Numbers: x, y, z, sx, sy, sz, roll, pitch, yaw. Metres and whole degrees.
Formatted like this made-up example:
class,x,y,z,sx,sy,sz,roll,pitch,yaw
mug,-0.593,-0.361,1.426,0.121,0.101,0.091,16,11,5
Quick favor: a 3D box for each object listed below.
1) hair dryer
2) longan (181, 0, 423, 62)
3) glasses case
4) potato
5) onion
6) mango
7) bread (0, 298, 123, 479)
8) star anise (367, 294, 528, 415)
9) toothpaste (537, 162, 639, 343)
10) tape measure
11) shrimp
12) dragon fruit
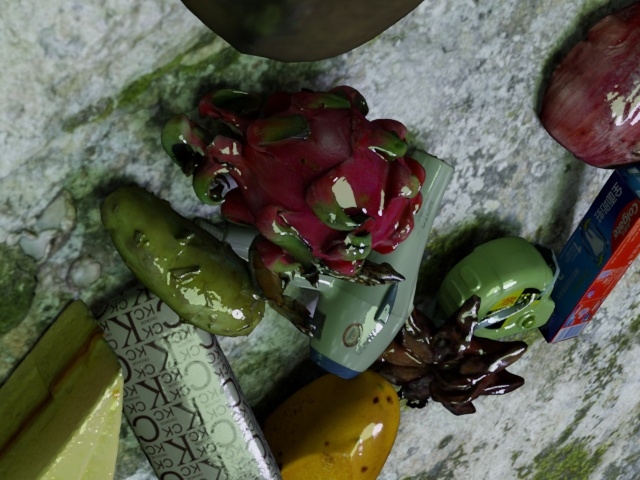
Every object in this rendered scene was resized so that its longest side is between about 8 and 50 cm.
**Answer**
class,x,y,z,sx,sy,sz,roll,pitch,yaw
hair dryer,0.037,-0.014,1.297,0.296,0.119,0.298,-46,117,-6
longan,-0.010,-0.312,0.899,0.318,0.319,0.319,-17,131,-21
glasses case,-0.157,0.212,1.280,0.137,0.085,0.355,-24,110,0
potato,-0.150,0.025,1.164,0.090,0.117,0.225,-43,112,15
onion,0.426,-0.215,1.378,0.227,0.120,0.284,9,117,-43
mango,0.007,0.273,1.419,0.159,0.191,0.290,35,121,-8
bread,-0.277,0.228,1.224,0.264,0.168,0.163,-49,136,7
star anise,0.156,0.179,1.437,0.271,0.103,0.272,7,136,7
toothpaste,0.390,0.026,1.504,0.066,0.076,0.320,-11,146,-26
tape measure,0.245,0.068,1.487,0.199,0.106,0.175,-11,143,-23
shrimp,0.009,0.055,1.196,0.195,0.148,0.035,16,127,-15
dragon fruit,-0.020,-0.075,1.158,0.218,0.272,0.198,-60,174,3
